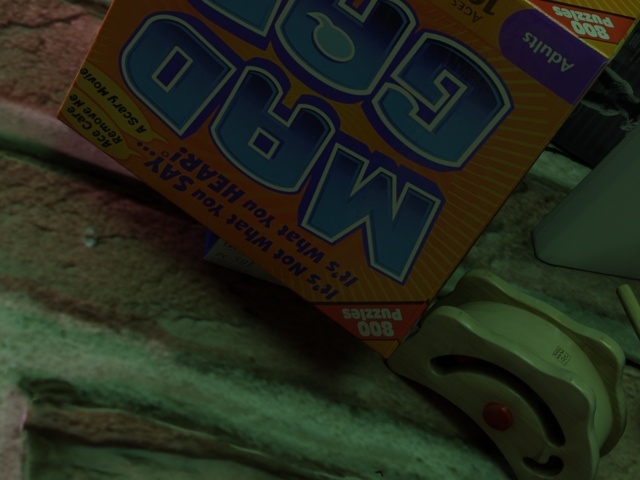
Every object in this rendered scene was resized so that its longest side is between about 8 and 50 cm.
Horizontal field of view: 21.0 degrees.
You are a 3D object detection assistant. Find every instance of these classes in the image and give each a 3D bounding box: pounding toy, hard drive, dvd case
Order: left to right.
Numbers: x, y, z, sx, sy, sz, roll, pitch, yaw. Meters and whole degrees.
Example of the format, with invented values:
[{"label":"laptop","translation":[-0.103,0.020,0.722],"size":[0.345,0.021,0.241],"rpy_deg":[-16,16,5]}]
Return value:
[{"label":"pounding toy","translation":[0.212,0.125,1.557],"size":[0.269,0.154,0.155],"rpy_deg":[29,45,16]},{"label":"dvd case","translation":[0.307,-0.156,1.794],"size":[0.221,0.164,0.018],"rpy_deg":[31,29,-8]},{"label":"hard drive","translation":[0.395,-0.071,1.653],"size":[0.233,0.353,0.047],"rpy_deg":[10,53,-26]}]

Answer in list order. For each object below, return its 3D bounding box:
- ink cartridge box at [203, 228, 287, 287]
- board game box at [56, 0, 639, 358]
[{"label":"ink cartridge box","translation":[0.000,0.000,1.573],"size":[0.207,0.046,0.097],"rpy_deg":[19,51,-19]},{"label":"board game box","translation":[0.060,-0.199,1.488],"size":[0.356,0.356,0.356],"rpy_deg":[36,37,3]}]
